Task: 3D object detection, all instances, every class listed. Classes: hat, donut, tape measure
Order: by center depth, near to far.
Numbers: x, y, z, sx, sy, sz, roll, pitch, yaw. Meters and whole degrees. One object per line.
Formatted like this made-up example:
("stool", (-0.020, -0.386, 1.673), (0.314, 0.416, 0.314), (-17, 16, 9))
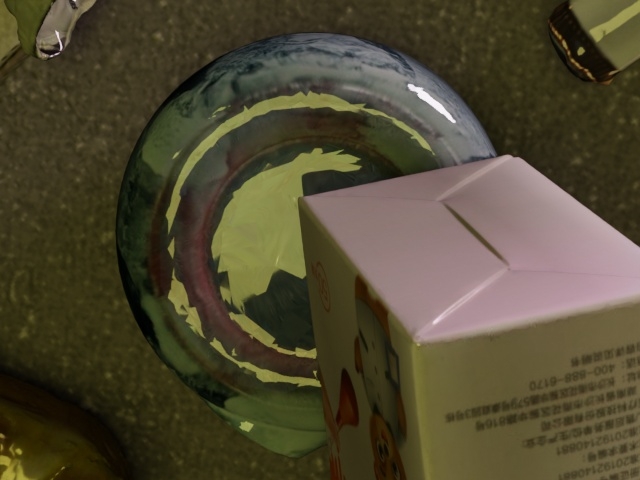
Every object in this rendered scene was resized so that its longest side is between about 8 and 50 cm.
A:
("hat", (-0.159, -0.212, 0.954), (0.081, 0.122, 0.166), (33, 126, -13))
("tape measure", (0.000, 0.000, 0.965), (0.256, 0.147, 0.275), (-26, 101, 4))
("donut", (-0.259, 0.192, 1.030), (0.261, 0.128, 0.208), (28, 102, 0))

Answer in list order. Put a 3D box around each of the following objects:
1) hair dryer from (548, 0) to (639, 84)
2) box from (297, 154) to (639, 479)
("hair dryer", (0.287, -0.205, 0.926), (0.362, 0.128, 0.203), (-35, 96, 18))
("box", (0.097, 0.151, 0.823), (0.143, 0.225, 0.341), (-12, 113, -11))
